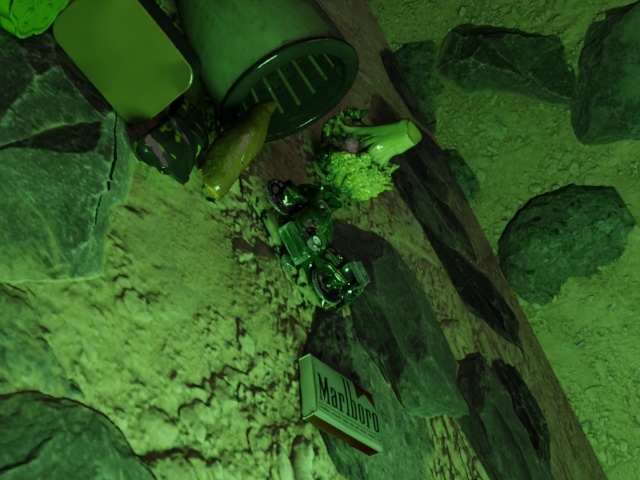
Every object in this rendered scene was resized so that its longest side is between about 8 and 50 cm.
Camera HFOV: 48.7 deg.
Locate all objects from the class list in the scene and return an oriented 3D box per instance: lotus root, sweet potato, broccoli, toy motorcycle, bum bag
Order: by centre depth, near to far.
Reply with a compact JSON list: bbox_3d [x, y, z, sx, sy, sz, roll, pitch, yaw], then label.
[{"bbox_3d":[-0.433,-0.392,0.954,0.186,0.186,0.186,44,27,-29],"label":"lotus root"},{"bbox_3d":[-0.233,-0.169,1.163,0.106,0.060,0.232,58,23,-22],"label":"bum bag"},{"bbox_3d":[-0.140,-0.176,1.235,0.077,0.077,0.243,45,58,-28],"label":"sweet potato"},{"bbox_3d":[0.000,0.000,1.346,0.187,0.125,0.274,-13,74,-56],"label":"toy motorcycle"},{"bbox_3d":[0.116,-0.225,1.686,0.263,0.243,0.246,8,66,-54],"label":"broccoli"}]

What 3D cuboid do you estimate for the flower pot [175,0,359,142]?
[{"bbox_3d":[-0.126,-0.406,1.395,0.294,0.294,0.330,5,53,-62],"label":"flower pot"}]

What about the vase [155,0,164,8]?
[{"bbox_3d":[-0.334,-0.500,1.387,0.053,0.053,0.100,23,45,-53],"label":"vase"}]

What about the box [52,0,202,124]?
[{"bbox_3d":[-0.293,-0.299,1.103,0.201,0.144,0.090,50,21,-14],"label":"box"}]

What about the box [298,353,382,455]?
[{"bbox_3d":[0.033,0.272,1.166,0.177,0.036,0.115,39,29,-36],"label":"box"}]
